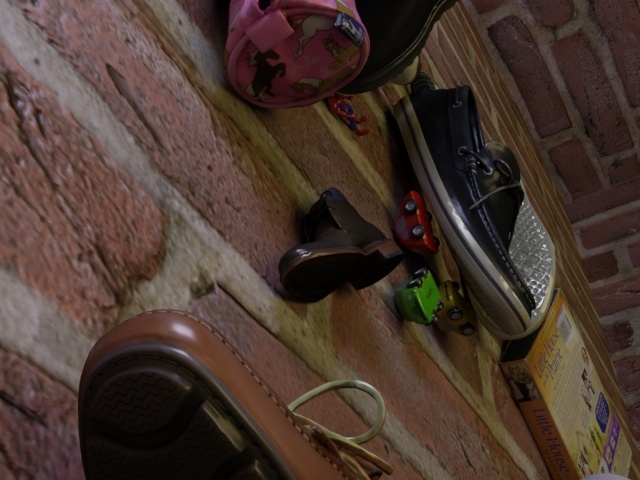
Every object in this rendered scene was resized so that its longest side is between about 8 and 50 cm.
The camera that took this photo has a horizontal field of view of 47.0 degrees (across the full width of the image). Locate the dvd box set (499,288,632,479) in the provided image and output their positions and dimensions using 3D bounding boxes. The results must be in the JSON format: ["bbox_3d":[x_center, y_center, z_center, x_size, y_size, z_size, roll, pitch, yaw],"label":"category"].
[{"bbox_3d":[0.506,0.346,1.483,0.307,0.062,0.420,-40,106,-54],"label":"dvd box set"}]

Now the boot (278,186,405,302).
[{"bbox_3d":[0.000,0.000,0.779,0.106,0.082,0.219,51,22,19],"label":"boot"}]

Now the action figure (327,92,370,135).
[{"bbox_3d":[0.037,-0.189,1.059,0.115,0.030,0.038,27,50,-54],"label":"action figure"}]

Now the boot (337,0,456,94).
[{"bbox_3d":[0.100,-0.443,0.892,0.367,0.146,0.445,-51,159,-20],"label":"boot"}]

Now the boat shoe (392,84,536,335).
[{"bbox_3d":[0.249,-0.078,1.175,0.187,0.156,0.500,56,16,-47],"label":"boat shoe"}]

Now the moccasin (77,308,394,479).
[{"bbox_3d":[-0.013,0.177,0.472,0.380,0.139,0.147,53,26,-31],"label":"moccasin"}]

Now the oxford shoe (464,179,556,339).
[{"bbox_3d":[0.351,0.013,1.414,0.449,0.169,0.130,-89,168,-45],"label":"oxford shoe"}]

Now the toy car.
[{"bbox_3d":[0.143,0.061,1.031,0.239,0.053,0.225,64,23,-6],"label":"toy car"}]

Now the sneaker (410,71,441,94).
[{"bbox_3d":[0.221,-0.261,1.477,0.075,0.063,0.170,-18,91,-73],"label":"sneaker"}]

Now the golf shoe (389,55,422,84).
[{"bbox_3d":[0.067,-0.329,1.190,0.273,0.105,0.120,42,51,-38],"label":"golf shoe"}]

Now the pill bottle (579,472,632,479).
[{"bbox_3d":[0.451,0.513,1.119,0.188,0.188,0.334,63,23,-11],"label":"pill bottle"}]

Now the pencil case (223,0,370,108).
[{"bbox_3d":[-0.057,-0.342,0.832,0.160,0.167,0.386,3,62,-28],"label":"pencil case"}]
